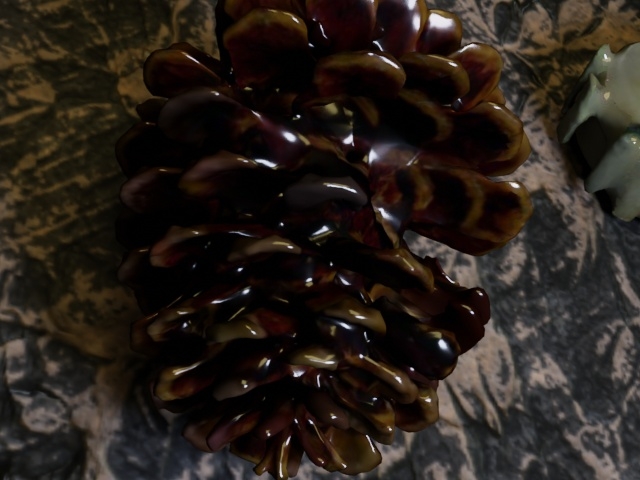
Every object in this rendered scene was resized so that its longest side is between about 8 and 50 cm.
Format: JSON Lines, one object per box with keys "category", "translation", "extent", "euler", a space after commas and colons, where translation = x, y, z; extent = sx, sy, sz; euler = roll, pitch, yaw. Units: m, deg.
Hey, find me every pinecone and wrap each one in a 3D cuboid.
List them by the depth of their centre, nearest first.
{"category": "pinecone", "translation": [-0.001, -0.002, 0.807], "extent": [0.246, 0.246, 0.292], "euler": [18, 51, -16]}

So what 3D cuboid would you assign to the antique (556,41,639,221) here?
{"category": "antique", "translation": [0.324, -0.088, 1.136], "extent": [0.284, 0.150, 0.125], "euler": [-5, 54, -22]}
